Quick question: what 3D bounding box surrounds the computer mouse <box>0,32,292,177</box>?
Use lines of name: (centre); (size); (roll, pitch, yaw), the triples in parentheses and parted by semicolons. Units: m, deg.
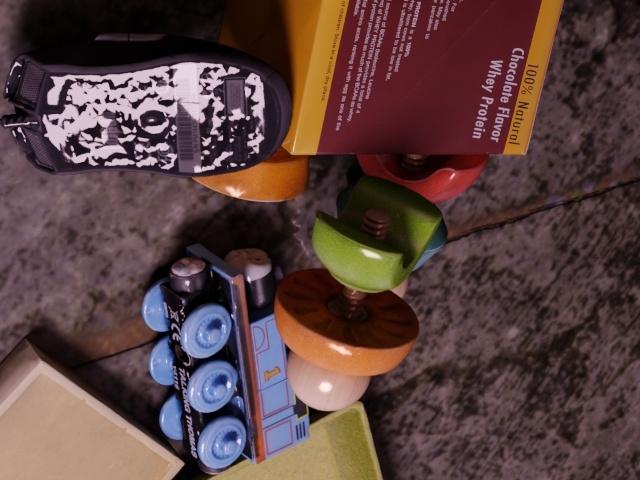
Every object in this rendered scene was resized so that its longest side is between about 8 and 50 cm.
computer mouse: (-0.154, -0.122, 1.282); (0.262, 0.060, 0.184); (-6, 124, 1)

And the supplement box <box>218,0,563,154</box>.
supplement box: (0.052, -0.169, 1.366); (0.194, 0.129, 0.191); (-2, 116, -30)

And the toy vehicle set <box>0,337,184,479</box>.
toy vehicle set: (-0.245, 0.216, 1.454); (0.267, 0.035, 0.166); (-47, 129, -1)

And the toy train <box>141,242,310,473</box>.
toy train: (-0.068, 0.086, 1.468); (0.105, 0.080, 0.184); (-24, 123, -30)

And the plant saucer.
plant saucer: (-0.038, 0.228, 1.580); (0.188, 0.045, 0.188); (-27, 126, -17)

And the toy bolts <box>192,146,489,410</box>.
toy bolts: (0.000, 0.000, 1.428); (0.228, 0.218, 0.158); (-35, 149, -55)
